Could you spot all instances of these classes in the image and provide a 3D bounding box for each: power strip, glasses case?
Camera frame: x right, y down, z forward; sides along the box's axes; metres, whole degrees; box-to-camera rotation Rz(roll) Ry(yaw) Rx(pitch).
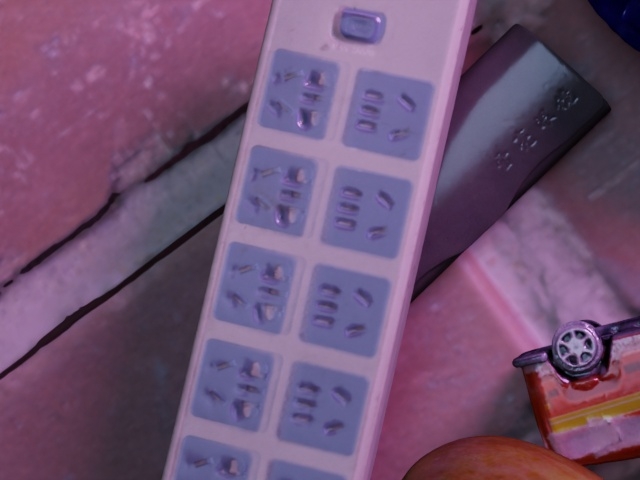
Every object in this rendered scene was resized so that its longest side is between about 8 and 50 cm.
[{"bbox_3d":[0.000,0.000,1.047,0.106,0.043,0.367,12,89,10],"label":"power strip"},{"bbox_3d":[0.066,-0.030,1.082,0.190,0.042,0.072,-44,82,5],"label":"glasses case"}]

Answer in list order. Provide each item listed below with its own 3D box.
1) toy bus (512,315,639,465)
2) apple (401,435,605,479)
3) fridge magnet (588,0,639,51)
[{"bbox_3d":[0.191,0.066,1.020,0.174,0.079,0.077,-14,86,10],"label":"toy bus"},{"bbox_3d":[0.090,0.196,0.968,0.174,0.188,0.188,32,91,10],"label":"apple"},{"bbox_3d":[0.225,-0.212,1.000,0.265,0.113,0.265,-16,67,41],"label":"fridge magnet"}]
